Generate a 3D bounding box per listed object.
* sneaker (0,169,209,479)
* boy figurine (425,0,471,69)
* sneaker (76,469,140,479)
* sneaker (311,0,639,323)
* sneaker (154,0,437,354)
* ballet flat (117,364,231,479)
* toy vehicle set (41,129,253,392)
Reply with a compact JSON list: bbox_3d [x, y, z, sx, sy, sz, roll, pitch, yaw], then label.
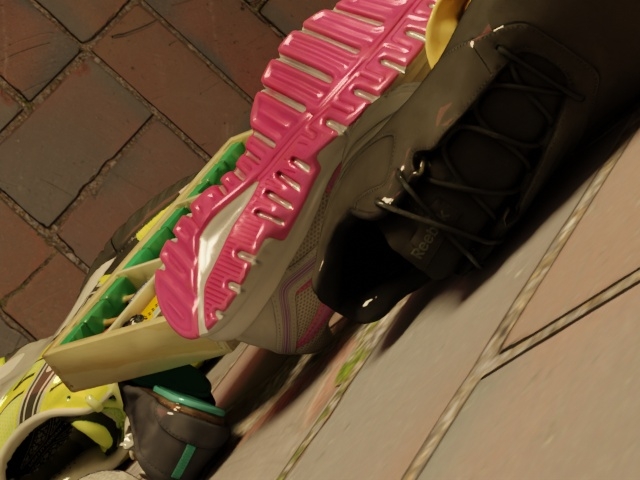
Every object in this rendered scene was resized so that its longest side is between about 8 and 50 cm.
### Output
[{"bbox_3d":[-0.155,0.103,1.462,0.384,0.145,0.147,-48,31,7],"label":"sneaker"},{"bbox_3d":[0.135,-0.178,0.872,0.092,0.177,0.285,-17,-24,-34],"label":"boy figurine"},{"bbox_3d":[-0.166,0.174,0.960,0.112,0.131,0.296,-49,4,11],"label":"sneaker"},{"bbox_3d":[0.084,-0.050,0.847,0.286,0.109,0.130,-54,7,49],"label":"sneaker"},{"bbox_3d":[0.010,-0.038,1.042,0.252,0.111,0.103,-55,41,8],"label":"sneaker"},{"bbox_3d":[-0.104,0.122,1.147,0.074,0.074,0.203,-48,12,-3],"label":"ballet flat"},{"bbox_3d":[-0.062,-0.005,1.204,0.166,0.035,0.267,-17,26,42],"label":"toy vehicle set"}]
